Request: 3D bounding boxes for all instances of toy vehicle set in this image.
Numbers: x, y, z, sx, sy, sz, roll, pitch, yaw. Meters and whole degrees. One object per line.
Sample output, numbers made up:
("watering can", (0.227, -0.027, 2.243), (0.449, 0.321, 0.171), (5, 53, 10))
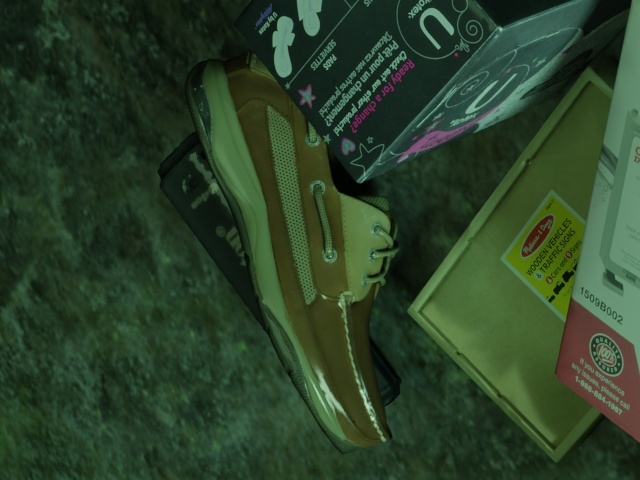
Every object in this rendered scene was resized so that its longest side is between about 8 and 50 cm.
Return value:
("toy vehicle set", (0.190, 0.019, 1.369), (0.166, 0.035, 0.267), (46, 128, 16))

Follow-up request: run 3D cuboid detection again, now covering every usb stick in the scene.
("usb stick", (-0.035, 0.034, 1.546), (0.278, 0.045, 0.077), (54, 128, 10))

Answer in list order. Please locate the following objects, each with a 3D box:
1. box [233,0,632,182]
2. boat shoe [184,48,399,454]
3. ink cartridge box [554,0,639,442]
("box", (0.096, -0.160, 1.237), (0.142, 0.247, 0.163), (52, 130, 12))
("boat shoe", (0.000, 0.000, 1.450), (0.120, 0.122, 0.324), (-20, 90, 2))
("ink cartridge box", (0.269, 0.002, 1.157), (0.207, 0.117, 0.283), (39, 133, 45))
